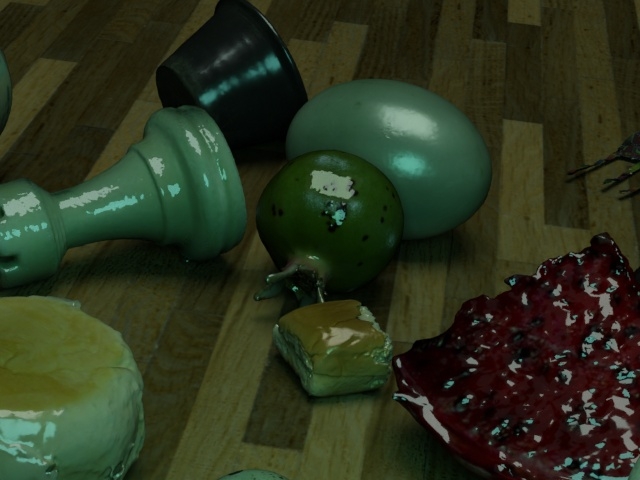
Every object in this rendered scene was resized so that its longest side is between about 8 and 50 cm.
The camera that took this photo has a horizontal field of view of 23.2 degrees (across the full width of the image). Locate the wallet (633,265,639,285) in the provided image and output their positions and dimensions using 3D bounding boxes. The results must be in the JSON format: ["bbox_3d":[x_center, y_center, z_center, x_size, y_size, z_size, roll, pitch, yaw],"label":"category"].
[{"bbox_3d":[0.511,0.036,2.007,0.172,0.045,0.318,20,28,23],"label":"wallet"}]

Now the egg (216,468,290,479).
[{"bbox_3d":[-0.060,0.249,1.413,0.110,0.085,0.085,3,21,33],"label":"egg"}]

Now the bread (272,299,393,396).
[{"bbox_3d":[0.016,0.112,1.704,0.106,0.082,0.125,0,29,-26],"label":"bread"}]

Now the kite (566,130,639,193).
[{"bbox_3d":[0.479,-0.114,2.338,0.152,0.015,0.285,22,28,35],"label":"kite"}]

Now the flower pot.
[{"bbox_3d":[-0.139,-0.216,2.222,0.148,0.235,0.235,-29,39,-21],"label":"flower pot"}]

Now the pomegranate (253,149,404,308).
[{"bbox_3d":[0.000,0.000,1.852,0.182,0.181,0.224,15,50,18],"label":"pomegranate"}]

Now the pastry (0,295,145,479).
[{"bbox_3d":[-0.290,0.157,1.492,0.265,0.133,0.265,6,27,-3],"label":"pastry"}]

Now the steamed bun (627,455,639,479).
[{"bbox_3d":[0.366,0.258,1.301,0.283,0.283,0.177,-4,0,-19],"label":"steamed bun"}]

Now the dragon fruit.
[{"bbox_3d":[0.263,0.211,1.562,0.286,0.228,0.329,-28,53,1],"label":"dragon fruit"}]

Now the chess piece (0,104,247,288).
[{"bbox_3d":[-0.259,-0.039,1.862,0.299,0.194,0.194,-17,34,-23],"label":"chess piece"}]

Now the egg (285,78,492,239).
[{"bbox_3d":[0.087,-0.105,2.021,0.283,0.202,0.203,16,28,27],"label":"egg"}]

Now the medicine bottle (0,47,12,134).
[{"bbox_3d":[-0.538,-0.124,1.890,0.236,0.235,0.406,7,26,2],"label":"medicine bottle"}]
